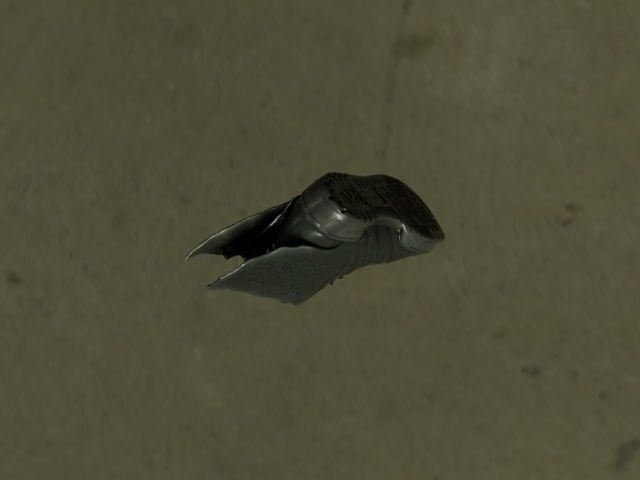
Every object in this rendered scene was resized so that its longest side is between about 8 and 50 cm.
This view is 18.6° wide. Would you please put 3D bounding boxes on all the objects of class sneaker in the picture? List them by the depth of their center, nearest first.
[{"bbox_3d":[0.001,0.002,1.164,0.089,0.170,0.051,-40,68,20],"label":"sneaker"}]
